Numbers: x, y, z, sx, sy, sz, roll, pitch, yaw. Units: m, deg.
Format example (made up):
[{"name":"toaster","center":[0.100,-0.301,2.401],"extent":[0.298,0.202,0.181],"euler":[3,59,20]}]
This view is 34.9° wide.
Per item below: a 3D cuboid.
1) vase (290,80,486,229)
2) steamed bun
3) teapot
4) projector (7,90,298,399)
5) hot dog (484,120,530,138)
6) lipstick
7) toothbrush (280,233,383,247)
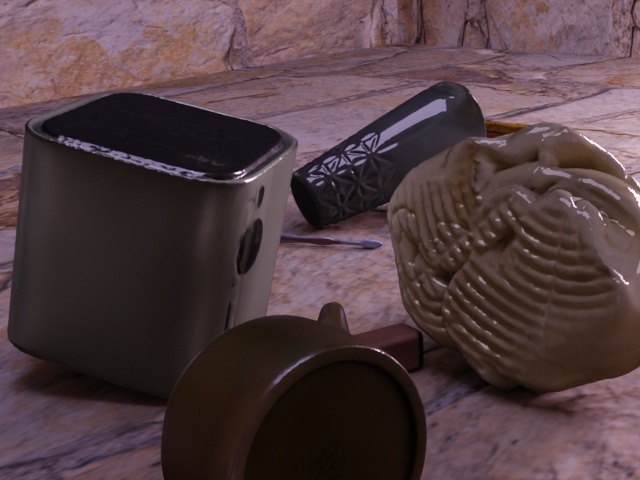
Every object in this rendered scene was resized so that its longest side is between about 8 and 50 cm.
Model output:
[{"name":"vase","center":[0.100,-0.121,1.656],"extent":[0.301,0.156,0.251],"euler":[-27,-15,-18]},{"name":"steamed bun","center":[0.241,0.017,1.070],"extent":[0.203,0.276,0.289],"euler":[-2,-12,-42]},{"name":"teapot","center":[-0.047,0.157,0.780],"extent":[0.267,0.185,0.175],"euler":[-50,32,-18]},{"name":"projector","center":[-0.181,-0.006,1.119],"extent":[0.248,0.249,0.248],"euler":[16,21,11]},{"name":"hot dog","center":[0.401,-0.209,2.077],"extent":[0.088,0.061,0.286],"euler":[-9,17,-31]},{"name":"lipstick","center":[0.039,0.126,1.072],"extent":[0.145,0.045,0.045],"euler":[-13,21,-30]},{"name":"toothbrush","center":[0.000,0.000,1.540],"extent":[0.193,0.013,0.019],"euler":[3,12,17]}]
